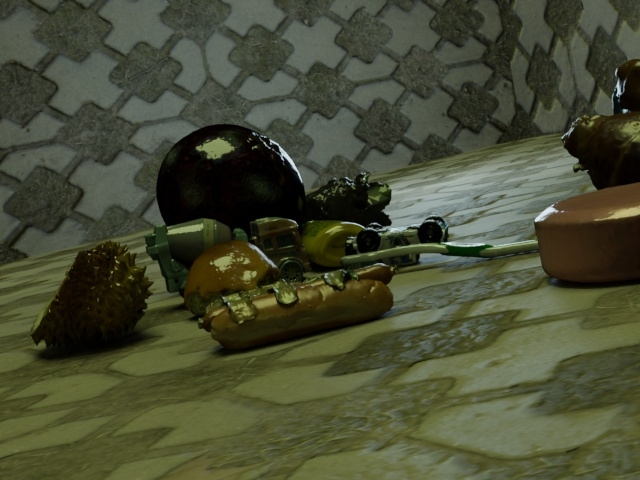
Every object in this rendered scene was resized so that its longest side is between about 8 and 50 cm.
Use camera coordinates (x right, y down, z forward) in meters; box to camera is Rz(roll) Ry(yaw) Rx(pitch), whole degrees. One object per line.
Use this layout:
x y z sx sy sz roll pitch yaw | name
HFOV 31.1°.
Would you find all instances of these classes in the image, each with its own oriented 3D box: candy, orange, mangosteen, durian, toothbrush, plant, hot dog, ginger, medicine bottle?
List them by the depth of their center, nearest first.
0.394 -0.014 1.460 0.255 0.094 0.255 -12 7 1 | candy
-0.025 0.081 1.468 0.269 0.072 0.109 -14 9 -12 | hot dog
0.523 -0.156 1.656 0.357 0.274 0.152 -20 -14 38 | ginger
-0.333 0.090 1.700 0.138 0.183 0.249 25 -9 -18 | durian
-0.137 0.056 1.758 0.160 0.112 0.170 -14 -5 -20 | orange
0.233 0.011 1.759 0.418 0.040 0.042 -10 5 14 | toothbrush
-0.168 -0.067 2.084 0.288 0.288 0.288 -11 6 1 | mangosteen
0.000 0.000 2.102 0.111 0.076 0.309 -17 8 -13 | medicine bottle
0.054 -0.063 2.351 0.203 0.142 0.131 -29 7 -42 | plant

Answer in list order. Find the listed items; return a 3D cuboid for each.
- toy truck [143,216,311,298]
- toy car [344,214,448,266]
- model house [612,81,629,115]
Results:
-0.153 0.022 1.896 0.256 0.140 0.108 -13 6 -12 | toy truck
0.124 0.005 1.870 0.170 0.070 0.080 -8 7 12 | toy car
0.656 -0.193 1.999 0.295 0.252 0.329 -11 0 6 | model house
